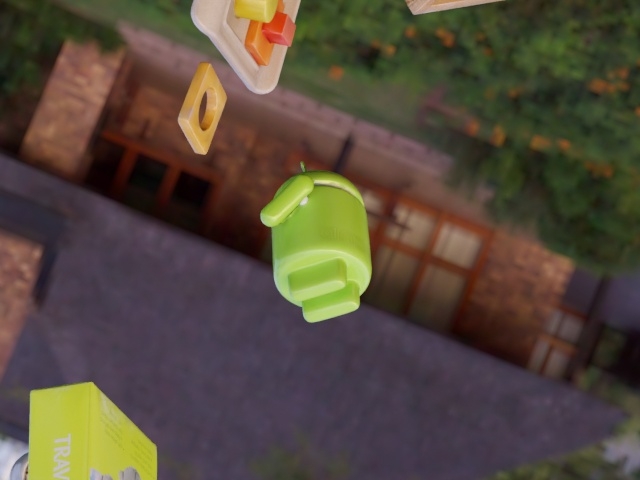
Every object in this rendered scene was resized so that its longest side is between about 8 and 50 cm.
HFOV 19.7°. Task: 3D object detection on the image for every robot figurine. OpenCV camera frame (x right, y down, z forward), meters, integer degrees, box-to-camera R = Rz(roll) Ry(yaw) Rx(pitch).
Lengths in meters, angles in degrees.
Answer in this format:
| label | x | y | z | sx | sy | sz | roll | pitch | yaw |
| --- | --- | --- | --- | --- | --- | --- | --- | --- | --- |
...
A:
| label | x | y | z | sx | sy | sz | roll | pitch | yaw |
| --- | --- | --- | --- | --- | --- | --- | --- | --- | --- |
| robot figurine | 0.000 | 0.000 | 1.258 | 0.067 | 0.115 | 0.101 | -18 | 137 | 15 |

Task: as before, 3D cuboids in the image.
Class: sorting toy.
| label | x | y | z | sx | sy | sz | roll | pitch | yaw |
| --- | --- | --- | --- | --- | --- | --- | --- | --- | --- |
| sorting toy | -0.045 | -0.238 | 1.650 | 0.047 | 0.348 | 0.196 | 12 | 170 | 18 |

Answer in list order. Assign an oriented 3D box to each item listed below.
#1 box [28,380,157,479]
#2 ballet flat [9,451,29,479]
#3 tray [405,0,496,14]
| label | x | y | z | sx | sy | sz | roll | pitch | yaw |
| --- | --- | --- | --- | --- | --- | --- | --- | --- | --- |
| box | -0.129 | 0.182 | 1.034 | 0.042 | 0.178 | 0.109 | -9 | 152 | 13 |
| ballet flat | -0.253 | 0.312 | 1.922 | 0.213 | 0.072 | 0.068 | 55 | 150 | 4 |
| tray | 0.244 | -0.329 | 1.494 | 0.202 | 0.076 | 0.411 | -15 | 165 | -38 |
